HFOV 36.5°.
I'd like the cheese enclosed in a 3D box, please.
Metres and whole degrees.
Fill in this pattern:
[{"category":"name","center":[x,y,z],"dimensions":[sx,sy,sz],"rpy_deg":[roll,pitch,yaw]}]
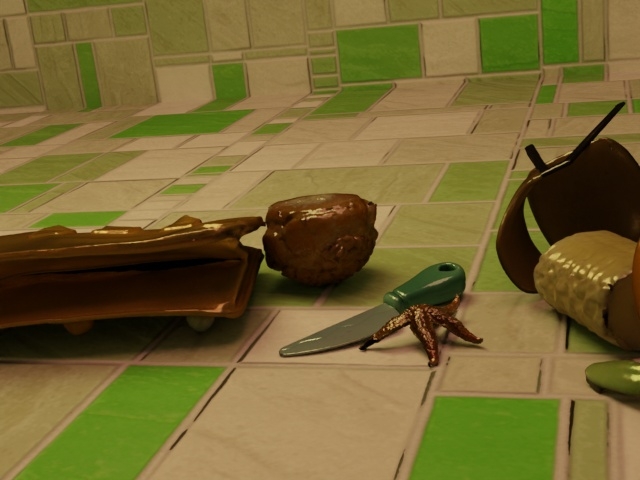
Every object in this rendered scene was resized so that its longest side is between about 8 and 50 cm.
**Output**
[{"category":"cheese","center":[0.314,0.051,1.036],"dimensions":[0.123,0.094,0.167],"rpy_deg":[-19,15,-7]}]

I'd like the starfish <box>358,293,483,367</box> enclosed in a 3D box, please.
[{"category":"starfish","center":[0.104,0.094,1.055],"dimensions":[0.130,0.041,0.133],"rpy_deg":[-9,17,-3]}]

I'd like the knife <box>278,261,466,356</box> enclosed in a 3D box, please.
[{"category":"knife","center":[0.071,0.088,1.119],"dimensions":[0.260,0.035,0.063],"rpy_deg":[-25,31,-30]}]

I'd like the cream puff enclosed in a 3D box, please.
[{"category":"cream puff","center":[0.000,0.000,1.266],"dimensions":[0.150,0.115,0.165],"rpy_deg":[-15,12,-19]}]

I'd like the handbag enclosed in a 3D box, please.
[{"category":"handbag","center":[-0.271,0.038,1.233],"dimensions":[0.400,0.133,0.283],"rpy_deg":[-6,13,3]}]

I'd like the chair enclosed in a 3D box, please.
[{"category":"chair","center":[0.320,-0.040,1.190],"dimensions":[0.172,0.159,0.247],"rpy_deg":[-23,12,26]}]

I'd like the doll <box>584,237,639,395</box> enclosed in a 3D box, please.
[{"category":"doll","center":[0.361,0.071,0.845],"dimensions":[0.213,0.236,0.213],"rpy_deg":[34,2,-1]}]
